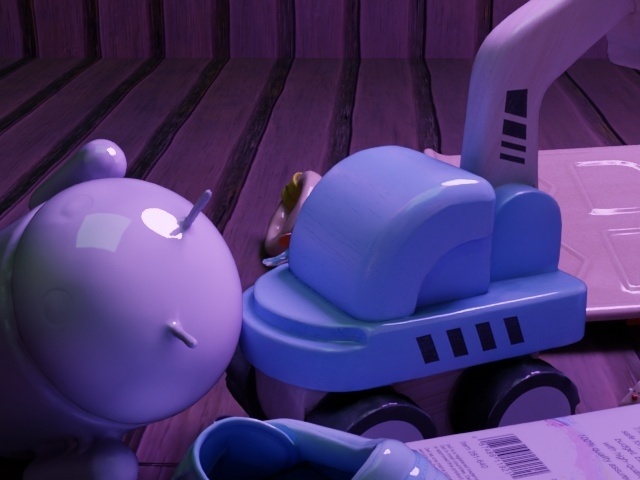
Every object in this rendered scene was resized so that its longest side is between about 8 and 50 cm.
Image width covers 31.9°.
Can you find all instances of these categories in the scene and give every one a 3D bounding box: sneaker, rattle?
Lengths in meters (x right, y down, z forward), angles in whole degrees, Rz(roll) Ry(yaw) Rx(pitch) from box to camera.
[{"bbox_3d":[-0.046,0.167,0.703,0.366,0.150,0.135,-14,23,44],"label":"sneaker"},{"bbox_3d":[0.000,0.000,1.451,0.130,0.143,0.199,-44,19,5],"label":"rattle"}]

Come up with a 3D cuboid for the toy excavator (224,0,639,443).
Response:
[{"bbox_3d":[0.135,-0.034,0.977,0.433,0.445,0.222,-10,22,-24],"label":"toy excavator"}]

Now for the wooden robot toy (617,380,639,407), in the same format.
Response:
[{"bbox_3d":[0.371,0.133,1.047,0.173,0.079,0.076,5,20,17],"label":"wooden robot toy"}]

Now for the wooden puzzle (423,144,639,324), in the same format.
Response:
[{"bbox_3d":[0.311,0.000,1.334,0.348,0.080,0.322,0,38,-7],"label":"wooden puzzle"}]

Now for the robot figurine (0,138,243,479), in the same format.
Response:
[{"bbox_3d":[-0.203,0.068,0.938,0.200,0.299,0.353,8,-22,-42],"label":"robot figurine"}]

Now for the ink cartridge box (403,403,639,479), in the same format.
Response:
[{"bbox_3d":[0.200,0.214,0.765,0.278,0.117,0.201,-7,21,-16],"label":"ink cartridge box"}]
